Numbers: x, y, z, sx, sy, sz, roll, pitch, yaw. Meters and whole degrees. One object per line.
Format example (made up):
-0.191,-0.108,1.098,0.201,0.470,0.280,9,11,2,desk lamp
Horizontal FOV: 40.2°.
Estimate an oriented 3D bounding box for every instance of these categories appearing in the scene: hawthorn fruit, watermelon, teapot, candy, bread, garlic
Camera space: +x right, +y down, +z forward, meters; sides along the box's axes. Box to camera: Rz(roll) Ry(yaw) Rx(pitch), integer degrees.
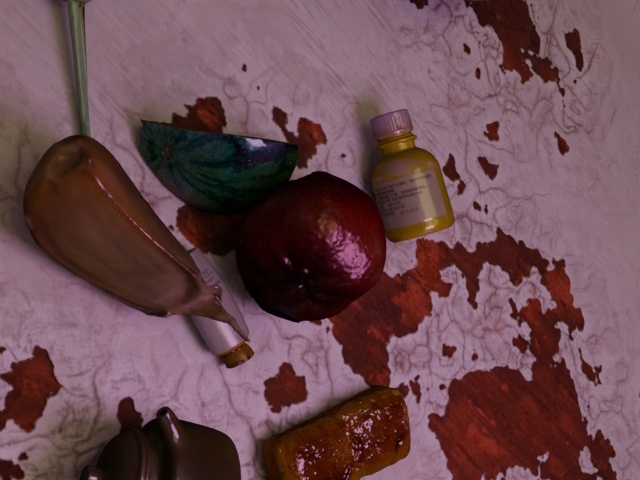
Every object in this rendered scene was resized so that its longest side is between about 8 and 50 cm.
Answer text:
0.000,0.000,1.314,0.210,0.230,0.266,38,34,4,hawthorn fruit
-0.134,-0.113,1.262,0.231,0.146,0.128,7,79,-38,watermelon
-0.224,0.325,1.111,0.175,0.185,0.267,21,106,-27,teapot
-0.328,-0.254,1.198,0.092,0.093,0.335,-3,94,6,candy
0.035,0.327,1.364,0.271,0.077,0.139,-15,95,-40,bread
-0.248,0.014,1.136,0.151,0.196,0.338,-46,119,-18,garlic

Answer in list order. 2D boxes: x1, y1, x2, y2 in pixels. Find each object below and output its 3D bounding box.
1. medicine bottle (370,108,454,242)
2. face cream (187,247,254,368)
0.144,-0.112,1.487,0.122,0.122,0.212,-18,93,-37,medicine bottle
-0.156,0.099,1.271,0.072,0.051,0.182,-35,105,-39,face cream
